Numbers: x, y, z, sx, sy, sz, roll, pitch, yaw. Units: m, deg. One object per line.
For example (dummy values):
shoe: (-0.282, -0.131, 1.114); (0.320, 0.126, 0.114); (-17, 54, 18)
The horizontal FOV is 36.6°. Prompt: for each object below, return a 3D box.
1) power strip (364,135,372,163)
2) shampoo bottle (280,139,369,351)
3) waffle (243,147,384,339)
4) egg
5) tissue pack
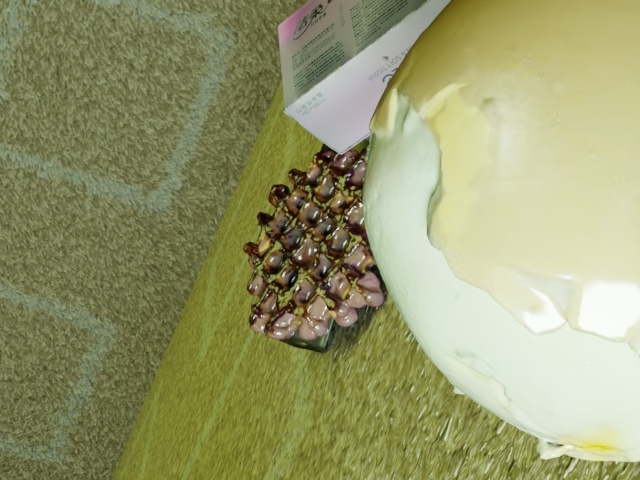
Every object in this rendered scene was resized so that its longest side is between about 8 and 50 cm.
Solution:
power strip: (0.110, -0.231, 1.092); (0.058, 0.098, 0.339); (-28, 42, 69)
shampoo bottle: (0.018, -0.038, 1.217); (0.125, 0.084, 0.350); (-8, 60, 65)
waffle: (0.000, 0.000, 1.106); (0.221, 0.055, 0.234); (-20, 57, 38)
egg: (0.126, -0.033, 0.424); (0.244, 0.201, 0.201); (-57, 9, -13)
tissue pack: (0.077, -0.220, 0.965); (0.246, 0.092, 0.149); (-33, 42, 29)
